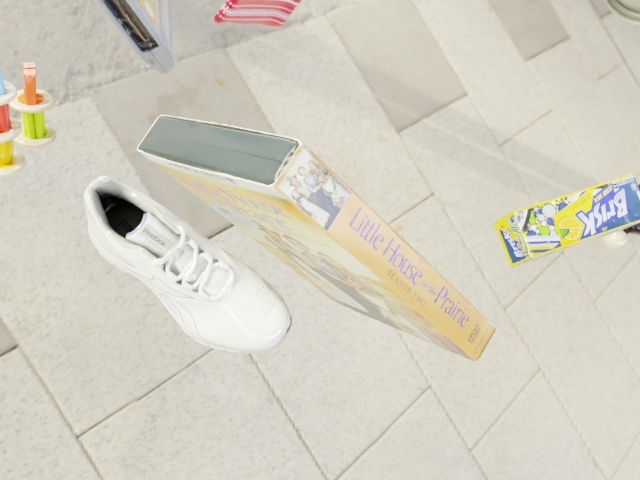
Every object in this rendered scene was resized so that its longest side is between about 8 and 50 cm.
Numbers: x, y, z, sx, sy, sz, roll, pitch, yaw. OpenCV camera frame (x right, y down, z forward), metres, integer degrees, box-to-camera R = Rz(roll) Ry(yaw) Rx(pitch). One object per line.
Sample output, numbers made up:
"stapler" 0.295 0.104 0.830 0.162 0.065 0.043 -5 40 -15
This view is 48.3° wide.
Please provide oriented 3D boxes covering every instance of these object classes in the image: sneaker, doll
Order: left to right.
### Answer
"sneaker" -0.166 0.032 0.831 0.297 0.129 0.111 31 74 9
"doll" 0.514 -0.058 1.112 0.129 0.046 0.189 34 98 -29

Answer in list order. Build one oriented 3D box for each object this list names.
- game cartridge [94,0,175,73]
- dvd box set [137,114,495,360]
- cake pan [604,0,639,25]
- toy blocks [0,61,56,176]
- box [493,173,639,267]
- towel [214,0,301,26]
"game cartridge" -0.303 -0.415 1.071 0.297 0.062 0.198 55 26 -60
"dvd box set" 0.000 0.000 0.909 0.420 0.308 0.062 40 76 -40
"cake pan" 0.346 -0.332 0.622 0.054 0.293 0.293 24 59 -22
"toy blocks" -0.365 -0.167 0.847 0.054 0.148 0.123 17 41 5
"box" 0.294 -0.024 0.833 0.169 0.054 0.059 -17 81 -16
"towel" -0.029 -0.436 1.129 0.031 0.275 0.199 54 28 4
